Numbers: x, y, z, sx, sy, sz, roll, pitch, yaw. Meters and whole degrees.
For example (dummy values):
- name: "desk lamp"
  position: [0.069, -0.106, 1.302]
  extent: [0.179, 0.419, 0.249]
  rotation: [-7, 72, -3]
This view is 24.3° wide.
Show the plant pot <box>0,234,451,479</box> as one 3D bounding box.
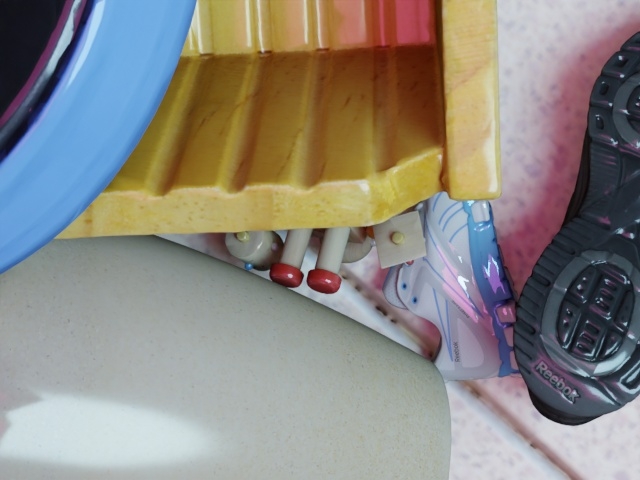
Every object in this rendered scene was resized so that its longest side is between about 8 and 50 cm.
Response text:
- name: "plant pot"
  position: [-0.072, 0.118, 0.880]
  extent: [0.274, 0.256, 0.257]
  rotation: [9, 95, -14]

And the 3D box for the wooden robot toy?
- name: "wooden robot toy"
  position: [0.000, 0.000, 0.936]
  extent: [0.173, 0.079, 0.076]
  rotation: [9, 76, 27]

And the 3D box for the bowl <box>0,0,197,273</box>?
- name: "bowl"
  position: [-0.248, -0.160, 0.729]
  extent: [0.391, 0.077, 0.391]
  rotation: [-1, 87, 16]

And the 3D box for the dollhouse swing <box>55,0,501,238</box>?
- name: "dollhouse swing"
  position: [-0.080, -0.204, 0.826]
  extent: [0.346, 0.315, 0.305]
  rotation: [-1, 115, 3]

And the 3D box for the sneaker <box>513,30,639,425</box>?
- name: "sneaker"
  position: [0.191, -0.015, 0.912]
  extent: [0.109, 0.130, 0.286]
  rotation: [28, 74, 12]

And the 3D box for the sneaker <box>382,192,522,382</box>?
- name: "sneaker"
  position: [0.074, 0.004, 0.936]
  extent: [0.083, 0.071, 0.191]
  rotation: [-14, 94, 9]
